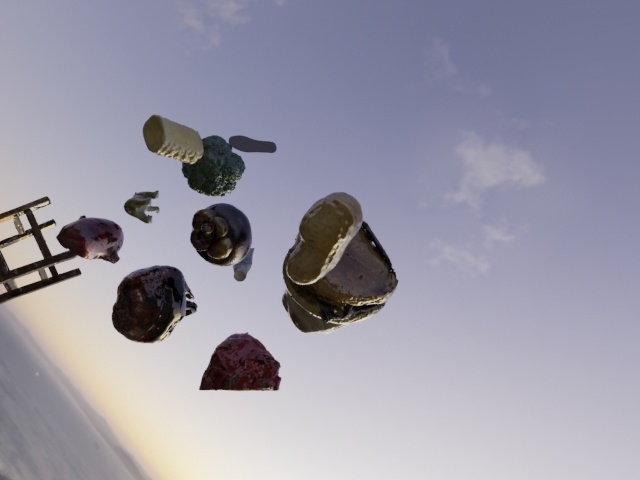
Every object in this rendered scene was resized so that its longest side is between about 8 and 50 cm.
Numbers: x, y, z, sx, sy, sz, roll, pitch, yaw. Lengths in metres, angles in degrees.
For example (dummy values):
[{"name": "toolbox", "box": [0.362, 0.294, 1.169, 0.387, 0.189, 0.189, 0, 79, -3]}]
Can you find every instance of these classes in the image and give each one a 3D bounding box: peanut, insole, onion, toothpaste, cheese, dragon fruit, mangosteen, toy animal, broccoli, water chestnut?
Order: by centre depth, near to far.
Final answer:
[{"name": "peanut", "box": [0.000, 0.000, 0.900, 0.110, 0.120, 0.236, 43, -64, 20]}, {"name": "onion", "box": [-0.620, -0.011, 1.193, 0.151, 0.098, 0.206, 34, 4, 0]}, {"name": "mangosteen", "box": [-0.302, -0.015, 1.257, 0.195, 0.230, 0.193, 1, -85, 13]}, {"name": "cheese", "box": [-0.451, -0.305, 1.303, 0.094, 0.167, 0.123, -19, -101, 25]}, {"name": "insole", "box": [-0.210, -0.298, 1.321, 0.002, 0.153, 0.053, 164, -76, -65]}, {"name": "water chestnut", "box": [-0.575, 0.220, 1.476, 0.245, 0.288, 0.289, 12, -40, 1]}, {"name": "toy animal", "box": [-0.623, -0.129, 1.477, 0.218, 0.101, 0.103, -110, -151, -67]}, {"name": "broccoli", "box": [-0.438, -0.300, 1.758, 0.270, 0.270, 0.270, 48, -11, 4]}, {"name": "dragon fruit", "box": [-0.347, 0.547, 1.884, 0.330, 0.285, 0.228, 1, -19, 33]}, {"name": "toothpaste", "box": [-0.370, 0.105, 2.021, 0.266, 0.097, 0.061, -99, 180, -64]}]

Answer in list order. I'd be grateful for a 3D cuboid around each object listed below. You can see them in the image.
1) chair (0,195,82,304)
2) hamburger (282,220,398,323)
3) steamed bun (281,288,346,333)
[{"name": "chair", "box": [-1.014, 0.064, 1.315, 0.240, 0.416, 0.203, 58, -34, 9]}, {"name": "hamburger", "box": [0.042, 0.074, 1.187, 0.317, 0.277, 0.195, 65, -30, 24]}, {"name": "steamed bun", "box": [-0.019, 0.262, 1.715, 0.384, 0.237, 0.246, -22, -95, 67]}]
